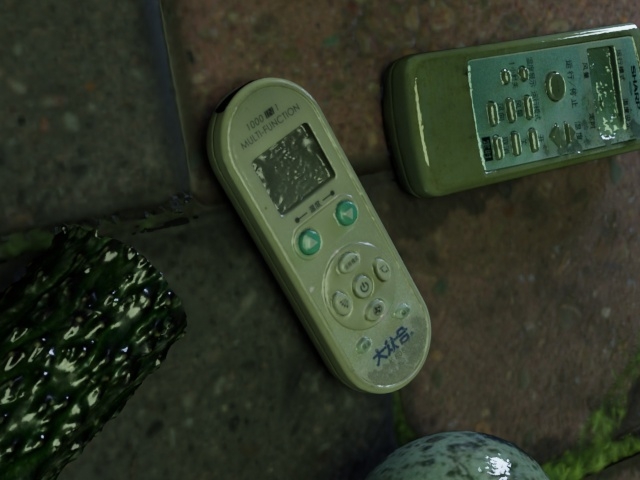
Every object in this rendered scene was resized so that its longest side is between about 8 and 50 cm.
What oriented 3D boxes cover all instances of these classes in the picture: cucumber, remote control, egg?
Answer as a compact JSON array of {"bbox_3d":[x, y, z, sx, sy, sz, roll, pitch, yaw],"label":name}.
[{"bbox_3d":[-0.199,0.139,0.562,0.096,0.096,0.359,53,55,-22],"label":"cucumber"},{"bbox_3d":[0.000,0.000,0.755,0.078,0.042,0.221,-38,109,-26],"label":"remote control"},{"bbox_3d":[0.073,0.195,0.749,0.172,0.132,0.132,-34,108,-18],"label":"egg"},{"bbox_3d":[0.147,-0.095,0.853,0.234,0.038,0.098,-14,98,-33],"label":"remote control"}]
